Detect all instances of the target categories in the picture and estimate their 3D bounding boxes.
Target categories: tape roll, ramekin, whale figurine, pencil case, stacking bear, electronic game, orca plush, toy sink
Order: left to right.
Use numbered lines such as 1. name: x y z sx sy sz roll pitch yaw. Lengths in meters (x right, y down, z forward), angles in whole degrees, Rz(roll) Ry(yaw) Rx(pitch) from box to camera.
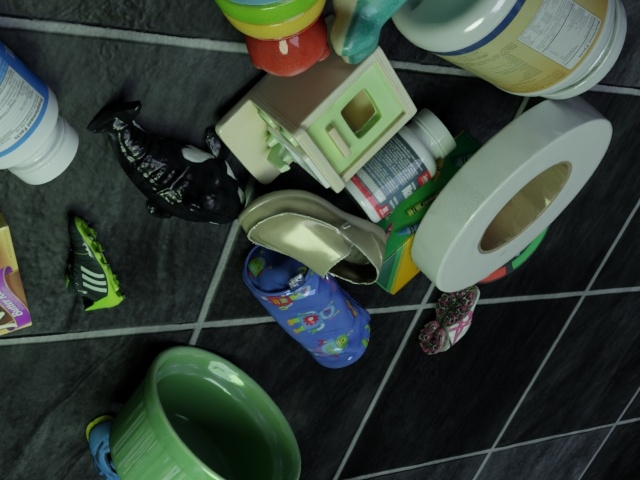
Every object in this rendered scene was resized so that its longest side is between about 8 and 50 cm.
1. orca plush: -0.183 -0.088 1.385 0.151 0.102 0.287 -36 140 -5
2. ramekin: -0.192 0.331 1.623 0.148 0.303 0.303 -46 141 20
3. stacking bear: -0.060 -0.318 1.232 0.175 0.164 0.289 -13 148 3
4. pencil case: -0.012 0.102 1.679 0.133 0.119 0.306 -22 143 12
5. toy sink: -0.003 -0.168 1.415 0.234 0.131 0.153 -44 140 -4
6. whale figurine: 0.091 -0.352 1.256 0.216 0.141 0.272 -7 111 -82
7. electronic game: 0.348 -0.010 1.916 0.229 0.048 0.229 -22 137 -22
8. tape roll: 0.315 -0.072 1.659 0.392 0.072 0.392 -35 158 -17

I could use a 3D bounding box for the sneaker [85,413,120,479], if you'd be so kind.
1. sneaker: -0.344 0.385 1.714 0.069 0.082 0.209 -27 140 -18

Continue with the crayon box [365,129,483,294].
1. crayon box: 0.179 -0.042 1.695 0.278 0.081 0.165 -43 158 3

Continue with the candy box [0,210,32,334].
1. candy box: -0.458 0.053 1.340 0.109 0.053 0.186 -19 135 -23

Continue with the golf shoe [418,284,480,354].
1. golf shoe: 0.266 0.147 1.987 0.086 0.067 0.186 -10 143 -40

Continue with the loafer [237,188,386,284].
1. loafer: 0.000 0.000 1.511 0.269 0.092 0.102 15 136 -34

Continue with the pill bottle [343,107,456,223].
1. pill bottle: 0.120 -0.121 1.587 0.180 0.108 0.108 -39 140 0

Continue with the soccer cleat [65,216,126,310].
1. soccer cleat: -0.333 0.039 1.424 0.072 0.060 0.179 -19 138 -6

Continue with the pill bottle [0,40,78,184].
1. pill bottle: -0.381 -0.159 1.150 0.124 0.124 0.221 -40 141 0

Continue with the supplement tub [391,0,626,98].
1. supplement tub: 0.269 -0.334 1.414 0.316 0.228 0.228 15 116 -45
